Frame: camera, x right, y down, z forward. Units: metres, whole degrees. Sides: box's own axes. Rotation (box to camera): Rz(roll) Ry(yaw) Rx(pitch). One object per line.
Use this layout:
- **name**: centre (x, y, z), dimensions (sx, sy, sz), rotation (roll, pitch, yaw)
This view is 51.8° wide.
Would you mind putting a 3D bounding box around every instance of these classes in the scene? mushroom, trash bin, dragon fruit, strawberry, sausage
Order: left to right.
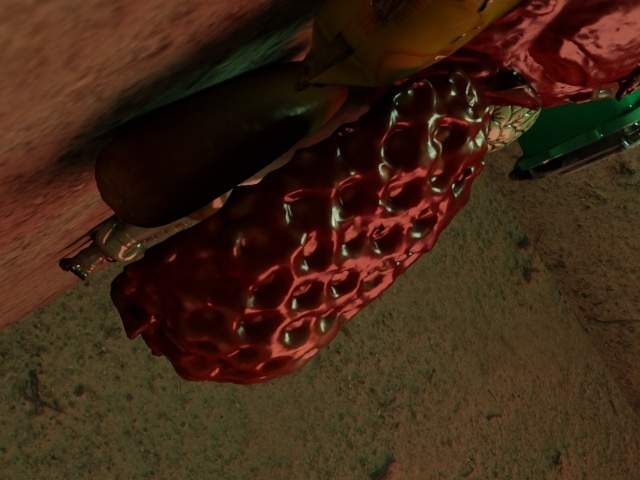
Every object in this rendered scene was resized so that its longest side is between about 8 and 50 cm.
- **sausage**: centre (-0.071, -0.099, 0.576), dimensions (0.089, 0.083, 0.300), rotation (-29, -171, 41)
- **mushroom**: centre (-0.054, -0.131, 0.917), dimensions (0.350, 0.128, 0.128), rotation (-31, -176, -29)
- **strawberry**: centre (0.000, 0.000, 0.537), dimensions (0.336, 0.149, 0.265), rotation (-32, -175, 20)
- **dragon fruit**: centre (0.191, -0.237, 0.669), dimensions (0.330, 0.302, 0.240), rotation (-15, -133, 29)
- **trash bin**: centre (0.436, -0.331, 1.244), dimensions (0.295, 0.381, 0.259), rotation (-25, -171, 47)

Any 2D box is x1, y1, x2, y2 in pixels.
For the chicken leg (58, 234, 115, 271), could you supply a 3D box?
- **chicken leg**: centre (-0.370, 0.007, 1.132), dimensions (0.093, 0.053, 0.205), rotation (-6, 157, -46)

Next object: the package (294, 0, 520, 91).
- **package**: centre (0.085, -0.176, 0.431), dimensions (0.168, 0.090, 0.226), rotation (-37, -173, -33)

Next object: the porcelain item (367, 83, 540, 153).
- **porcelain item**: centre (0.166, -0.230, 0.825), dimensions (0.253, 0.253, 0.253), rotation (-33, -174, 4)

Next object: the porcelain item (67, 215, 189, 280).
- **porcelain item**: centre (-0.304, -0.010, 1.036), dimensions (0.213, 0.084, 0.054), rotation (-31, -147, 12)
